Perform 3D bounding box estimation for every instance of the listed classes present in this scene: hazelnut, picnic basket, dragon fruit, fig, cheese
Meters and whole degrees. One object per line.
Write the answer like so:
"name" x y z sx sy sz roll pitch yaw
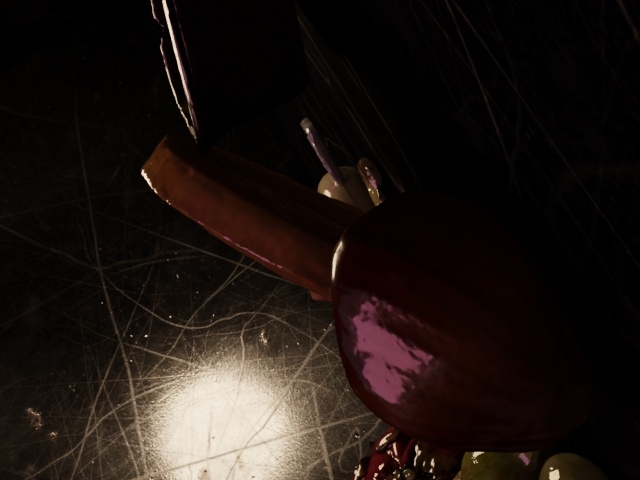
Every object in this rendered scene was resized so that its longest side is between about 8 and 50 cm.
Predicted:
"hazelnut" 0.107 0.067 0.910 0.212 0.181 0.181 61 -155 -57
"picnic basket" -0.098 -0.220 1.256 0.297 0.129 0.222 -122 20 -69
"dragon fruit" 0.207 0.396 1.854 0.329 0.329 0.329 57 179 2
"fig" 0.245 0.253 1.474 0.149 0.149 0.245 57 163 27
"cheese" 0.042 -0.066 1.850 0.286 0.082 0.163 61 177 -28

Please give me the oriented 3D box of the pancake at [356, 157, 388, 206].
"pancake" 0.111 -0.010 1.605 0.235 0.029 0.212 57 179 22

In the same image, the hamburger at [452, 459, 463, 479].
"hamburger" 0.255 0.348 1.632 0.113 0.177 0.185 -62 -41 -82

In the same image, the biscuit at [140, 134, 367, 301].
"biscuit" -0.001 0.002 1.211 0.365 0.062 0.385 21 -171 -26

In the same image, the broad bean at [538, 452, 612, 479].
"broad bean" 0.305 0.340 1.271 0.189 0.121 0.263 -53 -55 -86
